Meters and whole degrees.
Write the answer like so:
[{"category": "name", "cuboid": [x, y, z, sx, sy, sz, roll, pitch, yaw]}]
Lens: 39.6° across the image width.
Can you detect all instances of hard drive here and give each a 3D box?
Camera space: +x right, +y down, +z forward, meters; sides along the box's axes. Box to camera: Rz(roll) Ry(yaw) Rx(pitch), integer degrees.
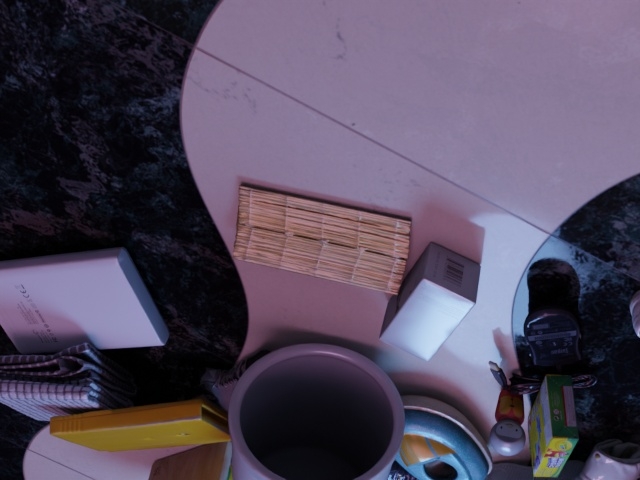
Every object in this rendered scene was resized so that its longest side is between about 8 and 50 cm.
[{"category": "hard drive", "cuboid": [-0.508, 0.129, 1.804, 0.353, 0.047, 0.233, -6, 126, 21]}]

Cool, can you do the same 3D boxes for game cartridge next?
[{"category": "game cartridge", "cuboid": [-0.369, 0.401, 1.909, 0.324, 0.052, 0.285, -6, 158, 8]}]

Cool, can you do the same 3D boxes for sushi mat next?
[{"category": "sushi mat", "cuboid": [0.000, 0.000, 1.585, 0.317, 0.019, 0.151, 12, 114, 5]}]

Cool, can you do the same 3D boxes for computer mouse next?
[{"category": "computer mouse", "cuboid": [0.393, 0.194, 1.634, 0.184, 0.060, 0.262, -12, 136, 20]}]

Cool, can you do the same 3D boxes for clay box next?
[{"category": "clay box", "cuboid": [0.436, 0.360, 1.685, 0.053, 0.127, 0.222, 1, 145, 3]}]

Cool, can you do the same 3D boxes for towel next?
[{"category": "towel", "cuboid": [-0.546, 0.307, 1.893, 0.235, 0.121, 0.283, -1, 158, 10]}]

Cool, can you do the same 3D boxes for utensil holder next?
[{"category": "utensil holder", "cuboid": [-0.022, 0.445, 1.779, 0.328, 0.327, 0.385, 13, 138, 5]}]

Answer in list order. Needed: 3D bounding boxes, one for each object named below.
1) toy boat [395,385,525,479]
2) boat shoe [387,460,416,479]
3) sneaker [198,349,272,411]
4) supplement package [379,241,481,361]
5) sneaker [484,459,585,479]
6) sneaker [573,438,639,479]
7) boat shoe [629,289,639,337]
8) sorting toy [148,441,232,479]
[{"category": "toy boat", "cuboid": [0.273, 0.400, 1.777, 0.267, 0.148, 0.318, 43, 128, -20]}, {"category": "boat shoe", "cuboid": [0.168, 0.566, 2.001, 0.083, 0.065, 0.183, 12, 130, 8]}, {"category": "sneaker", "cuboid": [-0.189, 0.288, 1.861, 0.132, 0.086, 0.228, 26, 132, -3]}, {"category": "supplement package", "cuboid": [0.194, 0.112, 1.588, 0.105, 0.105, 0.179, 25, 131, -6]}, {"category": "sneaker", "cuboid": [0.452, 0.547, 1.882, 0.256, 0.094, 0.151, -10, 126, 21]}, {"category": "sneaker", "cuboid": [0.617, 0.491, 1.780, 0.293, 0.108, 0.169, 21, 101, -39]}, {"category": "boat shoe", "cuboid": [0.646, 0.100, 1.453, 0.277, 0.096, 0.098, -28, 115, 32]}, {"category": "sorting toy", "cuboid": [-0.301, 0.619, 2.060, 0.256, 0.257, 0.089, -24, 128, 31]}]
